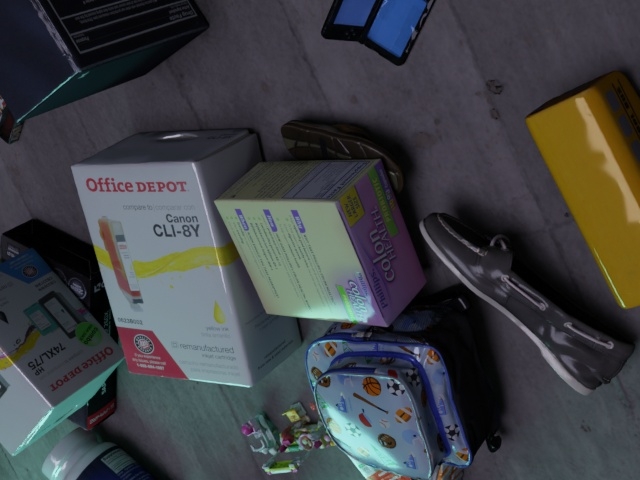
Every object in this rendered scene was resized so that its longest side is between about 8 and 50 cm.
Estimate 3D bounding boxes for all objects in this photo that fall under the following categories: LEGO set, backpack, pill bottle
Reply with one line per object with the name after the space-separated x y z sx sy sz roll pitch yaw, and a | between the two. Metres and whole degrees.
-0.030 0.310 1.718 0.132 0.107 0.287 49 130 5 | LEGO set
0.108 0.219 1.527 0.263 0.213 0.276 5 118 44 | backpack
-0.423 0.503 2.054 0.265 0.153 0.153 37 128 15 | pill bottle

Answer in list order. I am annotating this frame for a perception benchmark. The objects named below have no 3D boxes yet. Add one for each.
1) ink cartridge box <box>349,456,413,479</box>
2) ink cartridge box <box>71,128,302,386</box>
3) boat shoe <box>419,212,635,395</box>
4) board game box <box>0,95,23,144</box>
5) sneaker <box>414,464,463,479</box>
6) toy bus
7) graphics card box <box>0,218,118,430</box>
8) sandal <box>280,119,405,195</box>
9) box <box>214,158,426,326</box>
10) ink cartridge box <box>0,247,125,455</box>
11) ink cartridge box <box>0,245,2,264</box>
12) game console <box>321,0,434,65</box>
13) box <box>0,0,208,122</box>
0.098 0.378 1.714 0.115 0.029 0.063 52 130 3 | ink cartridge box
-0.217 0.026 1.674 0.279 0.160 0.384 1 113 34 | ink cartridge box
0.284 0.063 1.394 0.335 0.112 0.095 44 112 2 | boat shoe
-0.570 -0.311 1.842 0.136 0.030 0.259 43 129 13 | board game box
0.170 0.415 1.650 0.083 0.084 0.215 27 126 27 | sneaker
0.384 -0.036 1.249 0.108 0.130 0.332 -24 97 40 | toy bus
-0.506 0.167 1.987 0.233 0.094 0.371 25 123 23 | graphics card box
0.037 -0.132 1.492 0.219 0.060 0.090 22 138 36 | sandal
0.000 0.000 1.498 0.243 0.117 0.213 3 126 43 | box
-0.533 0.199 1.832 0.270 0.198 0.197 47 129 4 | ink cartridge box
-0.710 0.053 2.062 0.209 0.109 0.062 7 115 32 | ink cartridge box
0.076 -0.304 1.374 0.071 0.107 0.122 58 136 36 | game console
-0.376 -0.369 1.504 0.183 0.296 0.294 -28 94 39 | box
